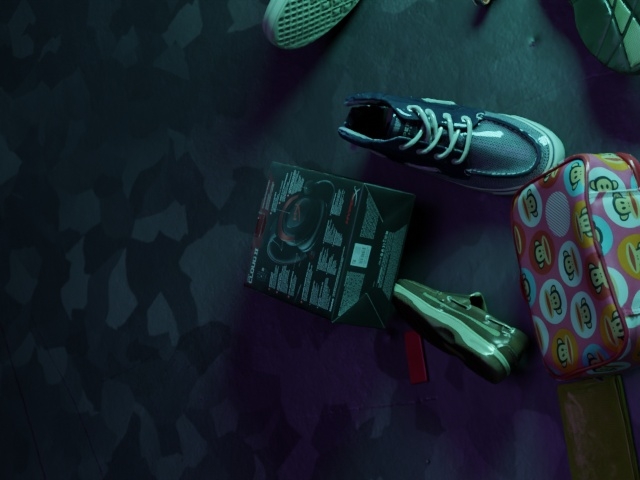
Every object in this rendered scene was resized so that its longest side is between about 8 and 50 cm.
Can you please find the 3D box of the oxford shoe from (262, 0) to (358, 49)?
[{"bbox_3d":[0.033,-0.516,2.010,0.130,0.169,0.449,35,98,31],"label":"oxford shoe"}]

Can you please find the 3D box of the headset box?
[{"bbox_3d":[0.000,0.000,1.973,0.293,0.110,0.218,16,94,54],"label":"headset box"}]

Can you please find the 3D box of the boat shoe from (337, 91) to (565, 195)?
[{"bbox_3d":[0.184,-0.148,1.856,0.341,0.158,0.127,12,92,37],"label":"boat shoe"}]

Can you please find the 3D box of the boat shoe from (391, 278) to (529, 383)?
[{"bbox_3d":[0.212,0.120,1.865,0.095,0.095,0.257,-41,48,-14],"label":"boat shoe"}]

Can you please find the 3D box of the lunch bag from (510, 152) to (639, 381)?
[{"bbox_3d":[0.357,0.045,1.696,0.258,0.120,0.293,142,121,-62],"label":"lunch bag"}]

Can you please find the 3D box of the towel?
[{"bbox_3d":[0.393,0.312,1.734,0.102,0.021,0.237,-15,76,34],"label":"towel"}]

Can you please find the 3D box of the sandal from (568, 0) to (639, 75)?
[{"bbox_3d":[0.410,-0.354,1.765,0.120,0.086,0.302,-48,45,29],"label":"sandal"}]

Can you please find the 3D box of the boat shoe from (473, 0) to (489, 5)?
[{"bbox_3d":[0.273,-0.422,1.892,0.043,0.049,0.137,25,95,34],"label":"boat shoe"}]

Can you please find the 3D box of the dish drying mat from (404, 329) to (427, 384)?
[{"bbox_3d":[0.150,0.182,1.939,0.032,0.008,0.083,-17,76,35],"label":"dish drying mat"}]
